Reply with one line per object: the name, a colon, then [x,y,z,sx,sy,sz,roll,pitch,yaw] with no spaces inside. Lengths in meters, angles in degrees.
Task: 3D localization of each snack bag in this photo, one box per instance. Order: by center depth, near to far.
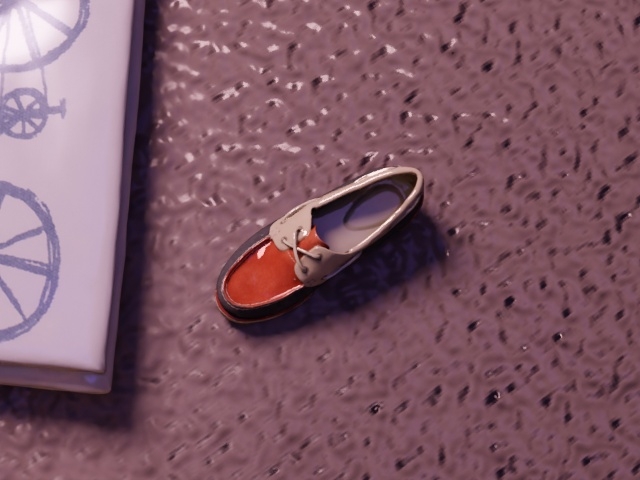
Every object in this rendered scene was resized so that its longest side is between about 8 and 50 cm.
snack bag: [-0.273,-0.080,0.706,0.342,0.037,0.323,2,75,-4]

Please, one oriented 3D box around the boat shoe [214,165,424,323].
boat shoe: [0.000,0.000,0.717,0.137,0.043,0.049,-30,83,-12]
